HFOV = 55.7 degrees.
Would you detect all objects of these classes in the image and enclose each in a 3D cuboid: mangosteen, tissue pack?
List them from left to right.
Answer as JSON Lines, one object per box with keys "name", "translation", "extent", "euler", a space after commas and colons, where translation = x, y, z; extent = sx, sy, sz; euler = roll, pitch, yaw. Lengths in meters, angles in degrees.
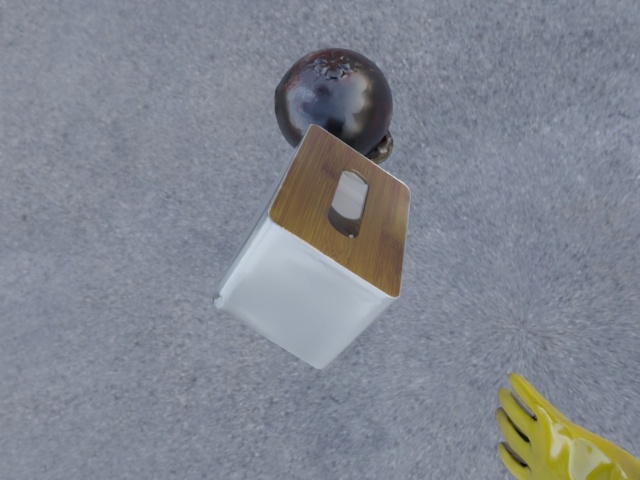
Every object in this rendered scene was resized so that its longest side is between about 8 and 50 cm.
{"name": "tissue pack", "translation": [-0.001, -0.001, 0.711], "extent": [0.159, 0.246, 0.136], "euler": [32, 122, -10]}
{"name": "mangosteen", "translation": [0.023, -0.210, 0.990], "extent": [0.209, 0.210, 0.210], "euler": [-3, 81, 18]}

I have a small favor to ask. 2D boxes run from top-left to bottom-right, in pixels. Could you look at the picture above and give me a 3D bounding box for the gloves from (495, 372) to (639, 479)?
{"name": "gloves", "translation": [0.293, 0.256, 0.701], "extent": [0.116, 0.294, 0.133], "euler": [2, 102, -20]}
